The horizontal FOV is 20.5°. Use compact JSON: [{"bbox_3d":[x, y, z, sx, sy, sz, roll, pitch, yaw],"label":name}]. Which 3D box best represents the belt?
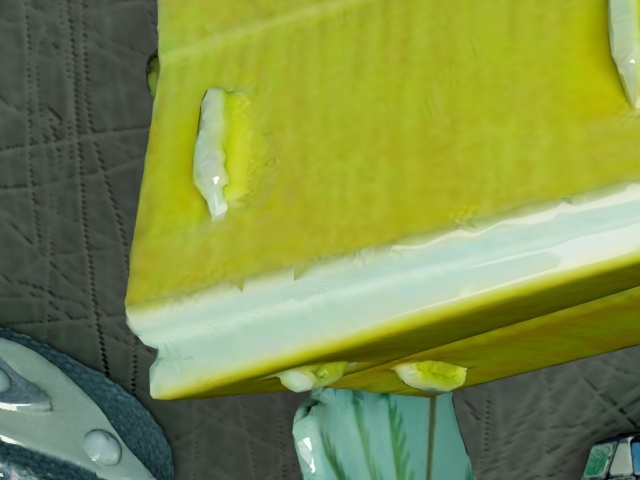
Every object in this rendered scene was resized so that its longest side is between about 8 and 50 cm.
[{"bbox_3d":[-0.183,0.100,0.774,0.218,0.128,0.122,21,121,7],"label":"belt"}]

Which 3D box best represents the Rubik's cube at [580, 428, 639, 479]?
[{"bbox_3d":[0.152,0.117,0.703,0.111,0.093,0.111,6,116,12],"label":"Rubik's cube"}]

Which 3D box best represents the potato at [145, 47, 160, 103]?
[{"bbox_3d":[0.000,0.000,0.696,0.054,0.119,0.198,-34,102,-12],"label":"potato"}]

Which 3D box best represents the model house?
[{"bbox_3d":[0.117,-0.019,0.508,0.300,0.323,0.340,-14,112,24],"label":"model house"}]
